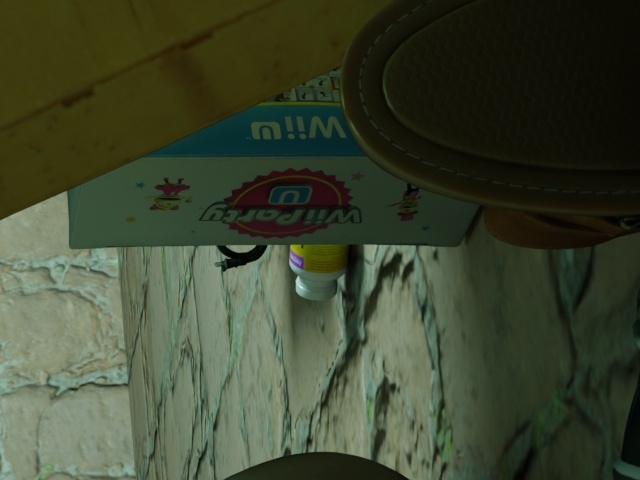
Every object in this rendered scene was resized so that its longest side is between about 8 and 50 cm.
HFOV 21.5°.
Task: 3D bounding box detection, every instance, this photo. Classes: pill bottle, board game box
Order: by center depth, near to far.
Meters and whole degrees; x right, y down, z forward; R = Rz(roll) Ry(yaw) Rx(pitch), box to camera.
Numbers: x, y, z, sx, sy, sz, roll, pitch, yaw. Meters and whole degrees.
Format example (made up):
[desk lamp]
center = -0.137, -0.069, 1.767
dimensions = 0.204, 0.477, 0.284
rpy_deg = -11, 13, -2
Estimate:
[board game box]
center = -0.038, -0.146, 0.955
dimensions = 0.097, 0.224, 0.303
rpy_deg = 113, 152, -57
[pill bottle]
center = 0.000, 0.000, 1.213
dimensions = 0.043, 0.043, 0.083
rpy_deg = -114, 26, -60

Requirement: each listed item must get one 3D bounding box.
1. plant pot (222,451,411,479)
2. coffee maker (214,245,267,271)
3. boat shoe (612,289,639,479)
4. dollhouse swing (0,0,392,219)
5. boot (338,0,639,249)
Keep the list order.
[plant pot]
center = -0.005, 0.217, 0.882
dimensions = 0.274, 0.256, 0.256
rpy_deg = -75, -14, -78
[coffee maker]
center = -0.057, -0.084, 1.354
dimensions = 0.171, 0.120, 0.178
rpy_deg = 63, 166, 5
[boat shoe]
center = 0.136, 0.034, 0.417
dimensions = 0.335, 0.121, 0.119
rpy_deg = 140, 123, -77
[dollhouse swing]
center = -0.084, -0.185, 0.522
dimensions = 0.315, 0.347, 0.305
rpy_deg = -80, -35, -77
[boot]
center = 0.078, -0.028, 0.501
dimensions = 0.152, 0.197, 0.073
rpy_deg = 146, 117, -66
